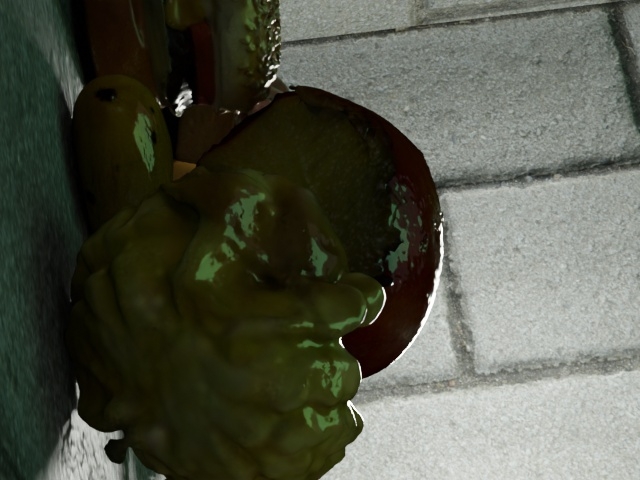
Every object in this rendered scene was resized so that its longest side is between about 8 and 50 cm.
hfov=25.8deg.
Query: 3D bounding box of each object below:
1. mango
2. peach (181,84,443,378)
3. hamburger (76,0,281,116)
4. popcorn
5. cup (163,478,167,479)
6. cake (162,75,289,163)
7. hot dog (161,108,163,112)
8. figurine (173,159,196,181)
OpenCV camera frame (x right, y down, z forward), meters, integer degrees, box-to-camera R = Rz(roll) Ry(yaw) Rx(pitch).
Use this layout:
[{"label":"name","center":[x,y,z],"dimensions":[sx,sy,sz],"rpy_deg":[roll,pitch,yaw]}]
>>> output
[{"label":"mango","center":[-0.221,-0.073,1.610],"dimensions":[0.157,0.109,0.262],"rpy_deg":[-102,-174,-47]},{"label":"peach","center":[0.000,0.000,1.772],"dimensions":[0.353,0.339,0.416],"rpy_deg":[49,17,-9]},{"label":"hamburger","center":[-0.178,-0.318,1.822],"dimensions":[0.330,0.250,0.330],"rpy_deg":[-6,90,-90]},{"label":"popcorn","center":[-0.077,0.085,1.424],"dimensions":[0.381,0.349,0.349],"rpy_deg":[-27,116,-49]},{"label":"cup","center":[-0.124,0.431,1.955],"dimensions":[0.166,0.177,0.239],"rpy_deg":[85,-2,-71]},{"label":"cake","center":[-0.132,-0.192,2.053],"dimensions":[0.208,0.178,0.185],"rpy_deg":[-73,175,-51]},{"label":"hot dog","center":[-0.255,-0.200,2.084],"dimensions":[0.250,0.076,0.104],"rpy_deg":[-55,157,-84]},{"label":"figurine","center":[-0.178,0.001,2.173],"dimensions":[0.257,0.181,0.208],"rpy_deg":[91,-24,-50]}]
